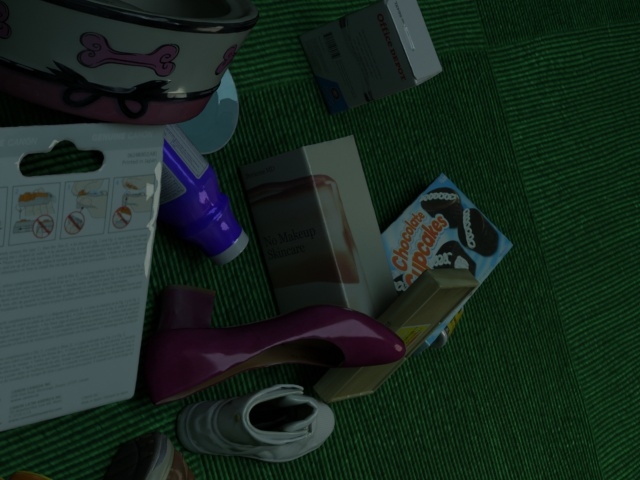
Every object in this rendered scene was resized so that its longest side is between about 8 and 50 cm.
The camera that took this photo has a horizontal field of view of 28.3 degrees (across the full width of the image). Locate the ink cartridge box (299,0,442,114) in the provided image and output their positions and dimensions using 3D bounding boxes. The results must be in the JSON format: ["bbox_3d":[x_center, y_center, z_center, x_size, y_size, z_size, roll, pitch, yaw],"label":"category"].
[{"bbox_3d":[0.083,-0.311,2.108,0.086,0.203,0.148,-31,103,-45],"label":"ink cartridge box"}]

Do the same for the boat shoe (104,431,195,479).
[{"bbox_3d":[-0.245,0.410,1.651,0.116,0.123,0.324,45,53,-31],"label":"boat shoe"}]

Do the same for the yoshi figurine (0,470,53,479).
[{"bbox_3d":[-0.437,0.414,1.413,0.203,0.203,0.362,31,60,-19],"label":"yoshi figurine"}]

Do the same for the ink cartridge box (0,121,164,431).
[{"bbox_3d":[-0.350,0.037,1.540,0.308,0.091,0.385,-9,113,-46],"label":"ink cartridge box"}]

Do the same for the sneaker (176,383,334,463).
[{"bbox_3d":[-0.045,0.269,1.856,0.292,0.169,0.108,4,75,-47],"label":"sneaker"}]

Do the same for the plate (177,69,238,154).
[{"bbox_3d":[-0.201,-0.220,1.922,0.188,0.024,0.188,15,69,-43],"label":"plate"}]

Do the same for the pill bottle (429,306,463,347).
[{"bbox_3d":[0.213,0.129,2.232,0.065,0.065,0.116,54,47,-22],"label":"pill bottle"}]

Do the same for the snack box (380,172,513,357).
[{"bbox_3d":[0.186,0.036,2.189,0.187,0.060,0.322,46,48,0],"label":"snack box"}]

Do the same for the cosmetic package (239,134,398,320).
[{"bbox_3d":[0.000,0.000,1.983,0.129,0.153,0.296,-17,91,-48],"label":"cosmetic package"}]

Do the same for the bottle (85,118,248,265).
[{"bbox_3d":[-0.210,-0.086,1.809,0.283,0.118,0.092,51,48,-23],"label":"bottle"}]

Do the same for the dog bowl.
[{"bbox_3d":[-0.292,-0.274,1.601,0.408,0.408,0.150,-4,119,-46],"label":"dog bowl"}]

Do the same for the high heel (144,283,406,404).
[{"bbox_3d":[-0.062,0.182,1.811,0.377,0.127,0.181,8,58,-8],"label":"high heel"}]

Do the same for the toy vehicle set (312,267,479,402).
[{"bbox_3d":[0.120,0.148,1.981,0.035,0.267,0.166,49,19,20],"label":"toy vehicle set"}]
